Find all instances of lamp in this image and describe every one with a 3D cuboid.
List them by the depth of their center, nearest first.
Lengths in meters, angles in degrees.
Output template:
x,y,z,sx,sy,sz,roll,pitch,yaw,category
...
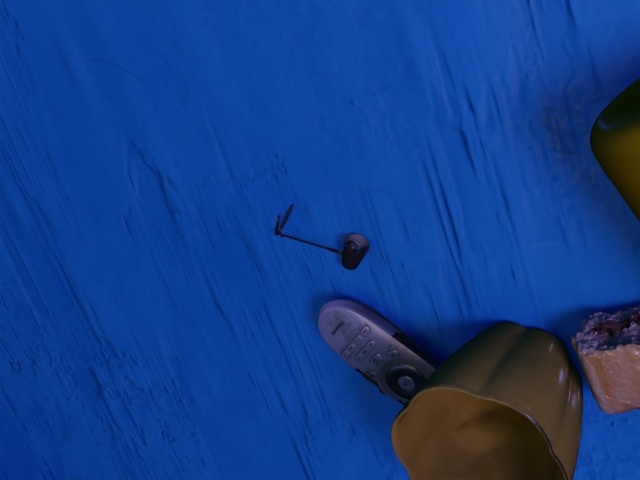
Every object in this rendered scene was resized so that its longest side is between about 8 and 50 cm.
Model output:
x,y,z,sx,sy,sz,roll,pitch,yaw,category
0.001,0.001,1.058,0.121,0.041,0.054,28,138,11,lamp

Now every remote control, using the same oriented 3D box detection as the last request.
x,y,z,sx,sy,sz,roll,pitch,yaw,category
0.104,0.161,1.081,0.256,0.045,0.097,40,132,2,remote control

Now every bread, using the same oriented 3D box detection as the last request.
x,y,z,sx,sy,sz,roll,pitch,yaw,category
0.335,0.122,0.888,0.125,0.082,0.106,-14,119,27,bread

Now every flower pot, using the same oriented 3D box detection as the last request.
x,y,z,sx,sy,sz,roll,pitch,yaw,category
0.203,0.192,0.945,0.195,0.179,0.195,17,126,25,flower pot

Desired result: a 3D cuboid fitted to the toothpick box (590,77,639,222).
x,y,z,sx,sy,sz,roll,pitch,yaw,category
0.369,-0.026,0.715,0.175,0.175,0.271,-28,103,40,toothpick box
